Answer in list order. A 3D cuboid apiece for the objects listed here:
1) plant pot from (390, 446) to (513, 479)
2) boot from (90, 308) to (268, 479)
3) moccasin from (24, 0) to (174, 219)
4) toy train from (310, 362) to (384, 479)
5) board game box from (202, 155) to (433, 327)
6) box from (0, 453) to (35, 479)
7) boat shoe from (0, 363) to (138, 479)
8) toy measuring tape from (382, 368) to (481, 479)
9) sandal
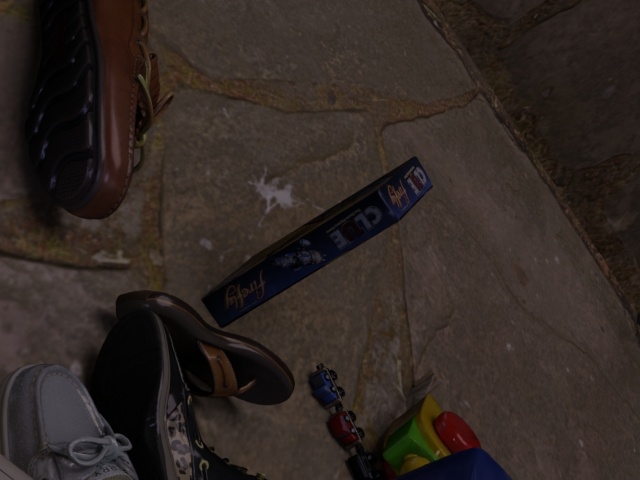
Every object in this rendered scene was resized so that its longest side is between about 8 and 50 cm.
[{"bbox_3d":[0.111,0.377,1.296,0.236,0.236,0.212,50,31,-19],"label":"plant pot"},{"bbox_3d":[-0.120,0.194,1.247,0.178,0.085,0.236,34,36,-49],"label":"boot"},{"bbox_3d":[-0.224,-0.156,1.422,0.147,0.139,0.380,31,25,-31],"label":"moccasin"},{"bbox_3d":[0.027,0.216,1.576,0.036,0.027,0.158,-8,68,-53],"label":"toy train"},{"bbox_3d":[0.000,0.000,1.511,0.042,0.243,0.165,57,24,-4],"label":"board game box"},{"bbox_3d":[-0.287,0.176,0.834,0.311,0.121,0.148,44,34,-18],"label":"box"},{"bbox_3d":[-0.166,0.235,1.072,0.118,0.103,0.320,18,46,-56],"label":"boat shoe"},{"bbox_3d":[0.145,0.250,1.672,0.121,0.121,0.330,57,14,-3],"label":"toy measuring tape"},{"bbox_3d":[-0.117,0.119,1.343,0.219,0.090,0.060,39,46,-39],"label":"sandal"}]
